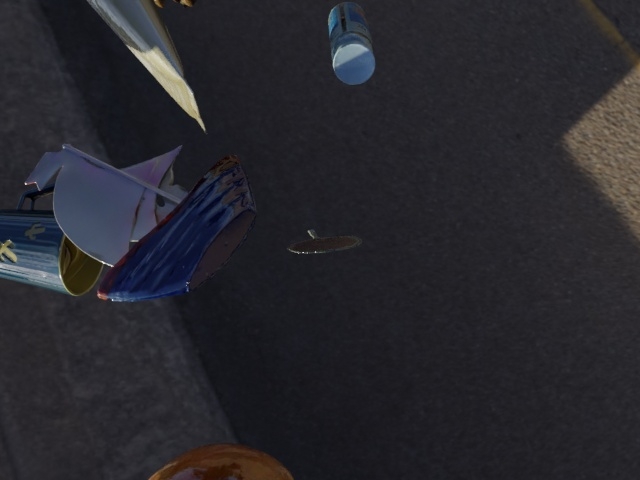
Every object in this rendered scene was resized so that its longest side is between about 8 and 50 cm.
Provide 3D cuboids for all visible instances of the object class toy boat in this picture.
[{"bbox_3d":[-0.232,-0.028,0.977,0.318,0.072,0.219,6,56,15],"label":"toy boat"}]

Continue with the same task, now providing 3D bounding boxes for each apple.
[{"bbox_3d":[-0.136,0.358,1.025,0.210,0.173,0.235,36,83,13],"label":"apple"}]

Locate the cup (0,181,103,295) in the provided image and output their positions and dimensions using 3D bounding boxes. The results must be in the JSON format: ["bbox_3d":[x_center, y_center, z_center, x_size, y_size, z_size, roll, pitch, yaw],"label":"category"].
[{"bbox_3d":[-0.433,-0.008,1.316,0.155,0.131,0.177,5,78,15],"label":"cup"}]

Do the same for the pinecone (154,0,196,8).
[{"bbox_3d":[-0.173,-0.415,1.074,0.257,0.243,0.244,16,98,-2],"label":"pinecone"}]

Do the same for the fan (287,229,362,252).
[{"bbox_3d":[0.000,0.000,0.959,0.133,0.085,0.005,-141,44,-75],"label":"fan"}]

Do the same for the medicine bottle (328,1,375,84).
[{"bbox_3d":[0.035,-0.237,0.996,0.051,0.051,0.191,-50,19,24],"label":"medicine bottle"}]

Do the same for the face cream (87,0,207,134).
[{"bbox_3d":[-0.224,-0.274,0.927,0.084,0.137,0.341,-33,83,-8],"label":"face cream"}]
